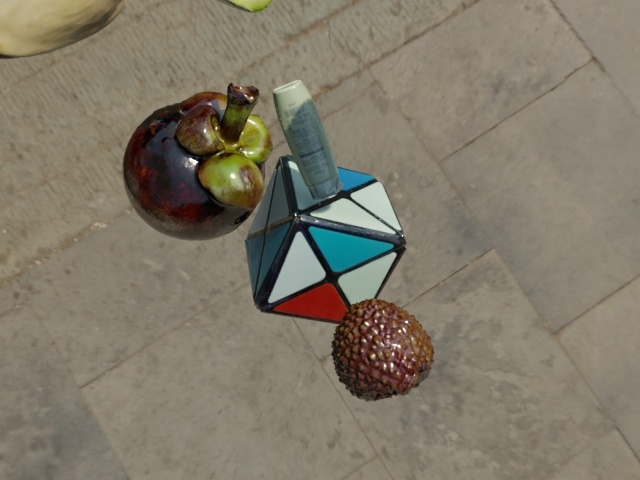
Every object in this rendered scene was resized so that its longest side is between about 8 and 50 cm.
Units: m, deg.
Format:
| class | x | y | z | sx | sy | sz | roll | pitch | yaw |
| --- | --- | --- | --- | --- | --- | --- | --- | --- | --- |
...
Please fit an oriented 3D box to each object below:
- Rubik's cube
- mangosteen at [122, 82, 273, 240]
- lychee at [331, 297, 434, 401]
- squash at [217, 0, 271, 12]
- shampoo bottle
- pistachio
| class | x | y | z | sx | sy | sz | roll | pitch | yaw |
| --- | --- | --- | --- | --- | --- | --- | --- | --- | --- |
| Rubik's cube | 0.001 | 0.000 | 1.486 | 0.249 | 0.246 | 0.248 | 12 | 122 | -19 |
| mangosteen | -0.134 | -0.080 | 0.802 | 0.172 | 0.184 | 0.173 | -2 | 95 | -31 |
| lychee | 0.103 | 0.187 | 1.235 | 0.187 | 0.188 | 0.188 | 0 | 81 | -1 |
| squash | -0.211 | -0.685 | 1.753 | 0.308 | 0.210 | 0.234 | 18 | 80 | -31 |
| shampoo bottle | -0.023 | -0.177 | 1.284 | 0.072 | 0.049 | 0.213 | -20 | 112 | 0 |
| pistachio | -0.295 | -0.275 | 0.761 | 0.144 | 0.144 | 0.215 | 42 | 62 | 5 |
